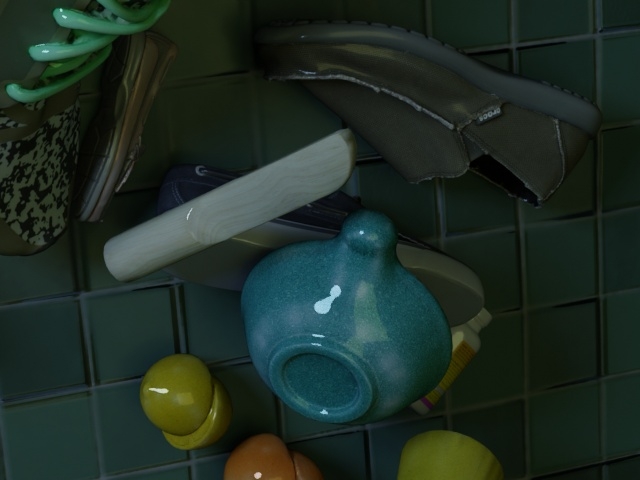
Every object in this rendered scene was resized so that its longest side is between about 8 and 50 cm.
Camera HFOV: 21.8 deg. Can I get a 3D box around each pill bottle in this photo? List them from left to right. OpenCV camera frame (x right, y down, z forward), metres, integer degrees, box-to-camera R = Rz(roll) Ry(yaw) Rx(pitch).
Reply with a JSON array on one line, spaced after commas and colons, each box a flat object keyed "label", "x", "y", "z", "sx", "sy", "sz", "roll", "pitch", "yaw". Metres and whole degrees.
[{"label": "pill bottle", "x": 0.079, "y": 0.075, "z": 1.131, "sx": 0.043, "sy": 0.043, "sz": 0.083, "roll": 43, "pitch": 84, "yaw": -24}]

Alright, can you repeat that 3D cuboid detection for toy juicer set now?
[{"label": "toy juicer set", "x": -0.021, "y": 0.059, "z": 1.024, "sx": 0.089, "sy": 0.209, "sz": 0.329, "roll": -64, "pitch": 143, "yaw": -46}]

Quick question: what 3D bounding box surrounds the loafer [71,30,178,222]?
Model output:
[{"label": "loafer", "x": -0.118, "y": -0.068, "z": 1.021, "sx": 0.039, "sy": 0.045, "sz": 0.125, "roll": 14, "pitch": 93, "yaw": -31}]

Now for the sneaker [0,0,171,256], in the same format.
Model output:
[{"label": "sneaker", "x": -0.137, "y": -0.141, "z": 0.852, "sx": 0.158, "sy": 0.182, "sz": 0.410, "roll": -49, "pitch": 153, "yaw": -43}]

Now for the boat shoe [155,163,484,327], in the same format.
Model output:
[{"label": "boat shoe", "x": 0.000, "y": 0.000, "z": 1.070, "sx": 0.228, "sy": 0.080, "sz": 0.076, "roll": 11, "pitch": 54, "yaw": -18}]

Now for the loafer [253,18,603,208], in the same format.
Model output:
[{"label": "loafer", "x": 0.069, "y": -0.079, "z": 1.066, "sx": 0.251, "sy": 0.094, "sz": 0.087, "roll": 15, "pitch": 91, "yaw": -24}]
